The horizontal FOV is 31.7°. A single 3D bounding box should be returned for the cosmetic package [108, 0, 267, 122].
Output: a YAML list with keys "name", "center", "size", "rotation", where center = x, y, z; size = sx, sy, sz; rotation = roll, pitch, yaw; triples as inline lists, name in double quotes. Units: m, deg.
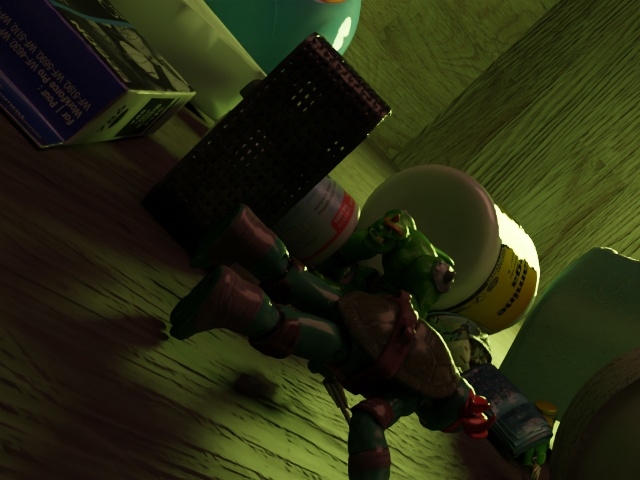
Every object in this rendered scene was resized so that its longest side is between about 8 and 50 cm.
- name: "cosmetic package"
  center: [-0.251, -0.335, 1.363]
  size: [0.284, 0.097, 0.377]
  rotation: [34, 15, -53]

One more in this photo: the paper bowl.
- name: "paper bowl"
  center: [0.372, 0.244, 1.089]
  size: [0.284, 0.284, 0.148]
  rotation: [46, 9, -4]

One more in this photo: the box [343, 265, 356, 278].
- name: "box"
  center: [0.000, 0.000, 1.306]
  size: [0.067, 0.018, 0.083]
  rotation: [38, 12, -46]

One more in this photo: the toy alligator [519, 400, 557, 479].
- name: "toy alligator"
  center: [0.243, 0.234, 1.326]
  size: [0.051, 0.056, 0.190]
  rotation: [13, 19, 15]

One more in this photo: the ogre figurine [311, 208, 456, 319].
- name: "ogre figurine"
  center: [0.062, 0.036, 1.100]
  size: [0.097, 0.118, 0.197]
  rotation: [45, 8, -13]

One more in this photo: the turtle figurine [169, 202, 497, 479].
- name: "turtle figurine"
  center: [0.019, 0.081, 0.720]
  size: [0.234, 0.118, 0.175]
  rotation: [38, 10, -16]

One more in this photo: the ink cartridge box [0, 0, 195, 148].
- name: "ink cartridge box"
  center: [-0.201, -0.155, 0.882]
  size: [0.165, 0.065, 0.332]
  rotation: [47, 9, -3]

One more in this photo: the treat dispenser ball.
- name: "treat dispenser ball"
  center: [-0.080, -0.378, 1.760]
  size: [0.288, 0.288, 0.288]
  rotation: [45, 8, -8]

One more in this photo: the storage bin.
- name: "storage bin"
  center: [-0.037, -0.068, 0.876]
  size: [0.084, 0.180, 0.122]
  rotation: [47, 8, -3]

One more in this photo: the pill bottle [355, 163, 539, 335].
- name: "pill bottle"
  center: [0.188, 0.029, 1.522]
  size: [0.188, 0.188, 0.334]
  rotation: [51, 9, 25]

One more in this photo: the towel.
- name: "towel"
  center: [0.208, 0.190, 1.289]
  size: [0.119, 0.067, 0.029]
  rotation: [48, -36, 35]

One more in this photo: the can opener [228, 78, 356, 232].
- name: "can opener"
  center: [-0.018, -0.085, 1.411]
  size: [0.280, 0.093, 0.074]
  rotation: [45, 6, -43]

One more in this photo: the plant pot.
- name: "plant pot"
  center: [0.421, 0.155, 1.600]
  size: [0.247, 0.252, 0.248]
  rotation: [22, -2, 25]

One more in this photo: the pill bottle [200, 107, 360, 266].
- name: "pill bottle"
  center: [-0.043, -0.054, 1.103]
  size: [0.160, 0.087, 0.087]
  rotation: [43, 9, -23]

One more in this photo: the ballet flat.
- name: "ballet flat"
  center: [0.177, 0.135, 1.430]
  size: [0.070, 0.070, 0.188]
  rotation: [51, 13, 28]
